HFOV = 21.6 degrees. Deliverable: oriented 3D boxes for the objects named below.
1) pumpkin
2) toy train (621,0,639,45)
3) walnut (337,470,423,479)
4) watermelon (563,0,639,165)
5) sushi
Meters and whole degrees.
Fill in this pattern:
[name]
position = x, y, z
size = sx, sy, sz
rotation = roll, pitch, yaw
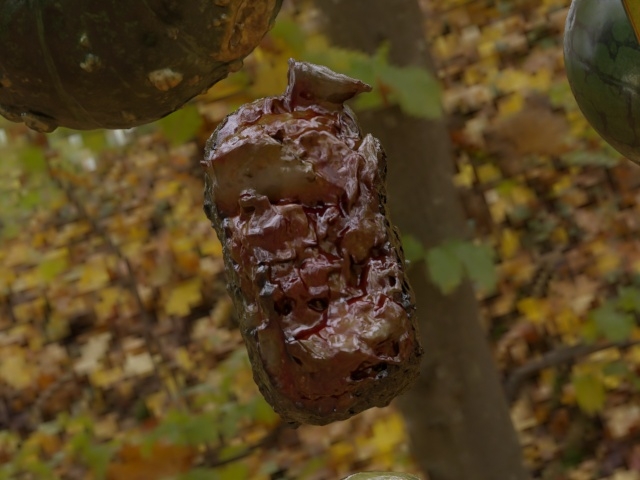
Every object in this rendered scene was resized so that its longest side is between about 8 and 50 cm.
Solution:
[pumpkin]
position = -0.095, -0.142, 0.749
size = 0.190, 0.190, 0.146
rotation = -21, 6, 23
[toy train]
position = 0.242, -0.170, 0.970
size = 0.202, 0.060, 0.081
rotation = -34, 17, -38
[walnut]
position = 0.016, 0.120, 0.550
size = 0.092, 0.092, 0.092
rotation = -18, -7, -2
[watermelon]
position = 0.456, -0.229, 1.959
size = 0.363, 0.363, 0.363
rotation = -18, -7, -2
[sushi]
position = 0.000, 0.000, 1.590
size = 0.196, 0.343, 0.182
rotation = -11, -17, -15
